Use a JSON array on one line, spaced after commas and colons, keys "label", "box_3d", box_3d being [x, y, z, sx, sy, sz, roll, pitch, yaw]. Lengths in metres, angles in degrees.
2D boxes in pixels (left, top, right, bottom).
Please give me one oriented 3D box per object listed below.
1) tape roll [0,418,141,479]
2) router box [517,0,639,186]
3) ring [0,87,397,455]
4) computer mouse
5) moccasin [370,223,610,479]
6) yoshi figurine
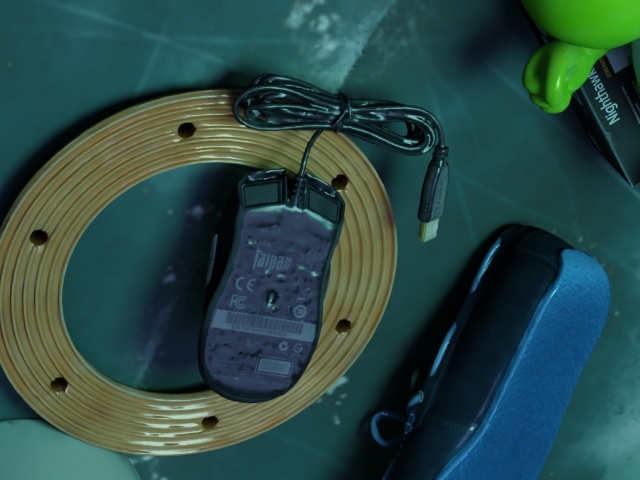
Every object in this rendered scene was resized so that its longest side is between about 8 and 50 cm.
[{"label": "tape roll", "box_3d": [-0.240, 0.291, 1.366, 0.246, 0.169, 0.246, -10, 122, -16]}, {"label": "router box", "box_3d": [0.270, -0.227, 1.292, 0.243, 0.081, 0.309, -33, 126, 1]}, {"label": "ring", "box_3d": [-0.100, 0.029, 1.343, 0.336, 0.032, 0.337, -10, 124, -15]}, {"label": "computer mouse", "box_3d": [0.000, 0.000, 1.311, 0.184, 0.060, 0.262, 4, 107, -18]}, {"label": "moccasin", "box_3d": [0.137, 0.145, 1.455, 0.137, 0.117, 0.342, 17, 108, -41]}, {"label": "yoshi figurine", "box_3d": [0.238, -0.140, 1.171, 0.203, 0.203, 0.362, -33, 123, 11]}]
